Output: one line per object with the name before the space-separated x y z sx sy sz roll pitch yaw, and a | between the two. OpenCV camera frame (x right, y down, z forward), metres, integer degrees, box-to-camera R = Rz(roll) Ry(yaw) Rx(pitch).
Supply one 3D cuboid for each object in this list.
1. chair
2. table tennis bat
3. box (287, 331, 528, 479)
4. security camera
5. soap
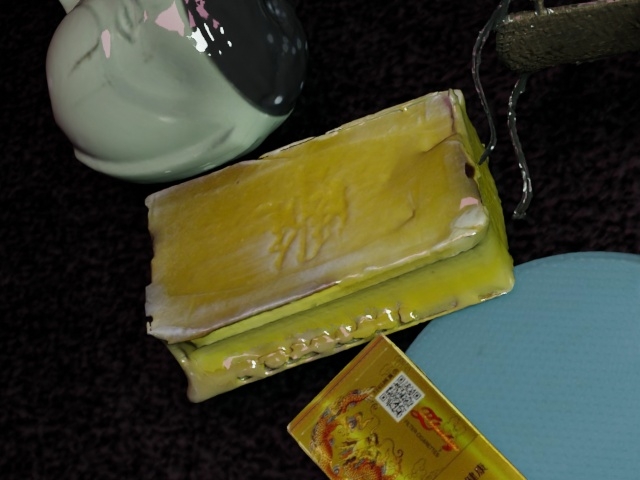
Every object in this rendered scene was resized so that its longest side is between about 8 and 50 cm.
chair | 0.175 -0.138 1.087 0.149 0.174 0.213 -6 73 16
table tennis bat | 0.182 0.091 1.039 0.329 0.044 0.215 -25 56 12
box | 0.056 0.134 1.047 0.089 0.022 0.156 -46 55 -1
security camera | -0.113 -0.173 1.217 0.191 0.197 0.277 -22 64 22
soap | 0.001 0.001 1.126 0.233 0.076 0.135 -21 46 15
